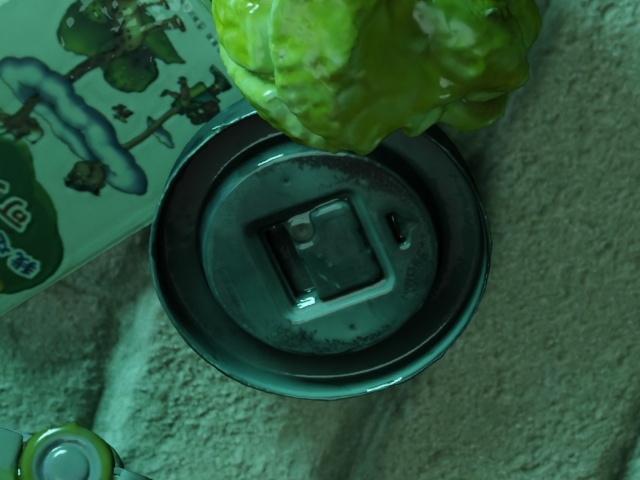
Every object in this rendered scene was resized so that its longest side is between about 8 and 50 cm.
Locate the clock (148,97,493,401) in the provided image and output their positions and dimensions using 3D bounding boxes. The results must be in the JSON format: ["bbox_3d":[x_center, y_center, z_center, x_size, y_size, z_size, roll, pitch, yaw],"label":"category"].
[{"bbox_3d":[-0.001,0.001,1.767,0.312,0.061,0.313,0,118,0],"label":"clock"}]

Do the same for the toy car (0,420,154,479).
[{"bbox_3d":[-0.332,0.260,1.831,0.336,0.242,0.226,17,81,-1],"label":"toy car"}]

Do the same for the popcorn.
[{"bbox_3d":[0.047,-0.200,1.599,0.276,0.225,0.277,-4,103,-18],"label":"popcorn"}]

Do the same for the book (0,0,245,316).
[{"bbox_3d":[-0.240,-0.106,1.762,0.371,0.043,0.260,-31,114,17],"label":"book"}]
